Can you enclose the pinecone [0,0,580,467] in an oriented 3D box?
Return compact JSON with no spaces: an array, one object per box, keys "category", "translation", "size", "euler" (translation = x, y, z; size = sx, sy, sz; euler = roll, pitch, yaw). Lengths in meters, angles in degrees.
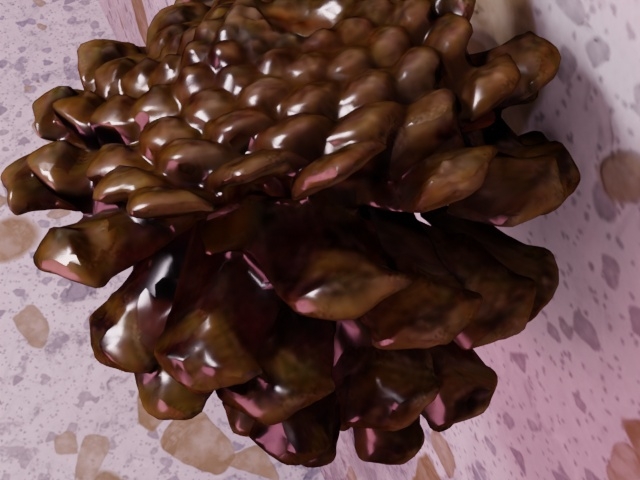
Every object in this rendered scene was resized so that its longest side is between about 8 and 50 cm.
[{"category":"pinecone","translation":[0.000,0.000,0.642],"size":[0.384,0.384,0.385],"euler":[159,90,-75]}]
